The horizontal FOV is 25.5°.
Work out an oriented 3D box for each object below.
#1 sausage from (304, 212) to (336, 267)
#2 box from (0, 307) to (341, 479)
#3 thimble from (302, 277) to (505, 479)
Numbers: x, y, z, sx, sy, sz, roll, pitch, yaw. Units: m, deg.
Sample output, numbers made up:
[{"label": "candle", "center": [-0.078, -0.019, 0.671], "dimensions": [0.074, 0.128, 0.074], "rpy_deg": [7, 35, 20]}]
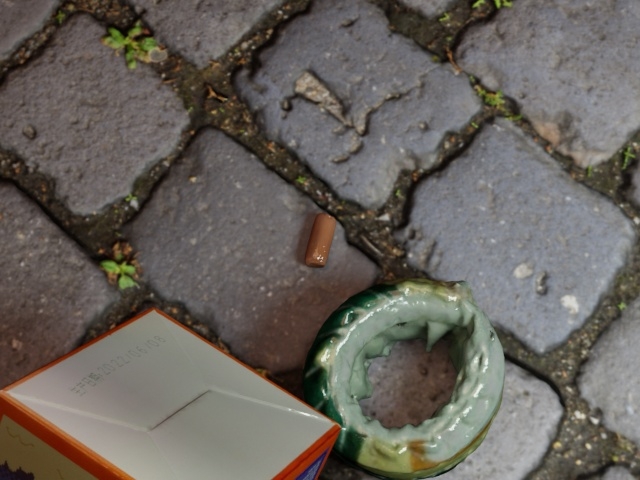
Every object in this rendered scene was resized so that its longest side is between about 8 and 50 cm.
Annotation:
[{"label": "sausage", "center": [0.000, 0.000, 2.074], "dimensions": [0.034, 0.034, 0.083], "rpy_deg": [11, 69, 9]}, {"label": "box", "center": [-0.213, 0.307, 1.761], "dimensions": [0.319, 0.349, 0.256], "rpy_deg": [29, 115, 15]}, {"label": "thimble", "center": [0.119, 0.184, 1.919], "dimensions": [0.254, 0.167, 0.288], "rpy_deg": [35, 77, 16]}]
